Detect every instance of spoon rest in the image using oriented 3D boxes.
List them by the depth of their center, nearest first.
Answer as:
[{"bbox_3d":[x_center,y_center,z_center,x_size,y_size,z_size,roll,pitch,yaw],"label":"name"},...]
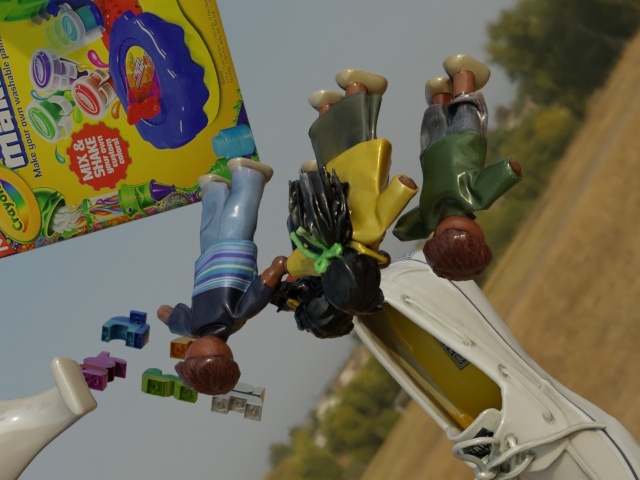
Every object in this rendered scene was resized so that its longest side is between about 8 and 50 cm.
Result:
[{"bbox_3d":[-0.309,0.189,1.310,0.276,0.137,0.084,-29,-11,20],"label":"spoon rest"}]

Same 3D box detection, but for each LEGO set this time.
[{"bbox_3d":[-0.160,0.126,1.615,0.093,0.227,0.087,-50,-32,-69],"label":"LEGO set"}]

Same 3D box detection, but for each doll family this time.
[{"bbox_3d":[0.000,0.000,0.610,0.193,0.076,0.111,-37,44,48],"label":"doll family"}]

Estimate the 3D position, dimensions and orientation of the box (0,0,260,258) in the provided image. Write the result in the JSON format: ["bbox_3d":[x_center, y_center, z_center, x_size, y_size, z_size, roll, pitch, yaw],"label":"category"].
[{"bbox_3d":[-0.241,-0.147,1.309,0.279,0.290,0.177,-19,5,-32],"label":"box"}]

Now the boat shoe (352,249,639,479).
[{"bbox_3d":[0.162,0.174,1.329,0.136,0.367,0.156,-44,-7,37],"label":"boat shoe"}]
